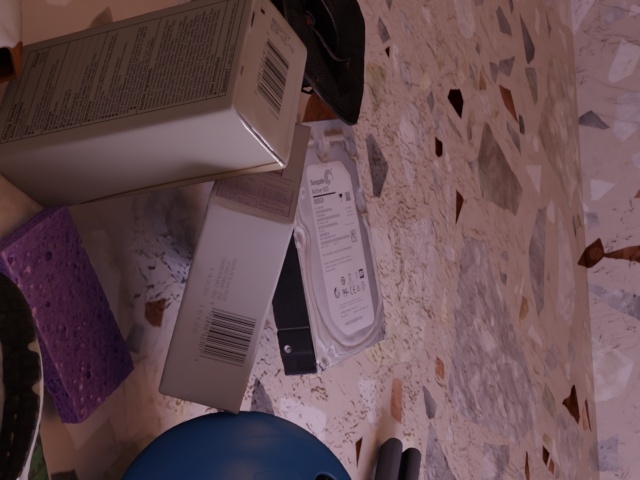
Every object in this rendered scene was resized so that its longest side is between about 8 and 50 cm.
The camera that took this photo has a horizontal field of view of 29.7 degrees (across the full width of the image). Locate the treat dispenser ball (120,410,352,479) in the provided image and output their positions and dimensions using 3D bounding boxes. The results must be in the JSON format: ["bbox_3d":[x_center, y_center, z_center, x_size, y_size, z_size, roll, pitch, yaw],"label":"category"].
[{"bbox_3d":[-0.092,0.329,1.314,0.288,0.288,0.288,26,60,-58],"label":"treat dispenser ball"}]

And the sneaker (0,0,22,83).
[{"bbox_3d":[-0.373,-0.201,1.126,0.290,0.106,0.123,-3,83,-64],"label":"sneaker"}]

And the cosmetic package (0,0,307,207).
[{"bbox_3d":[-0.181,-0.143,1.257,0.113,0.310,0.160,46,45,-47],"label":"cosmetic package"}]

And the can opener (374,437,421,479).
[{"bbox_3d":[0.099,0.438,1.887,0.074,0.093,0.280,30,45,-15],"label":"can opener"}]

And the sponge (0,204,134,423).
[{"bbox_3d":[-0.273,0.078,1.282,0.117,0.031,0.210,-51,127,-54],"label":"sponge"}]

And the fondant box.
[{"bbox_3d":[-0.092,0.010,1.390,0.330,0.096,0.238,-86,-168,-67],"label":"fondant box"}]

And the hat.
[{"bbox_3d":[-0.043,-0.306,1.736,0.331,0.134,0.331,49,32,-47],"label":"hat"}]

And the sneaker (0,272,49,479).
[{"bbox_3d":[-0.316,0.234,1.138,0.182,0.158,0.410,103,-18,-80],"label":"sneaker"}]

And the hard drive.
[{"bbox_3d":[0.000,0.000,1.696,0.237,0.064,0.338,-15,96,-62],"label":"hard drive"}]
